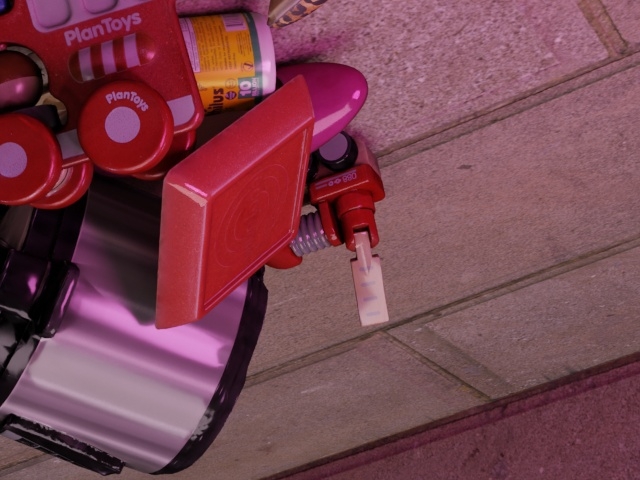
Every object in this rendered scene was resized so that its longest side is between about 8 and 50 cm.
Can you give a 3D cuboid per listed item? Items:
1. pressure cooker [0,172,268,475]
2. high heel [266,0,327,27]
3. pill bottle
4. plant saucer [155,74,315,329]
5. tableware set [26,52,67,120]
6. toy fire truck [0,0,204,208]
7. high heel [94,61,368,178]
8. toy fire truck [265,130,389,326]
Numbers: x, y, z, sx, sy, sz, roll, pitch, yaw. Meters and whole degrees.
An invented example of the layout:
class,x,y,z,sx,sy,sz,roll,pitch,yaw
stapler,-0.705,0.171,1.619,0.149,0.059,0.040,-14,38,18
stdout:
class,x,y,z,sx,sy,sz,roll,pitch,yaw
pressure cooker,-0.325,0.089,1.910,0.420,0.375,0.370,23,130,-21
high heel,0.068,-0.308,1.602,0.186,0.093,0.261,13,136,-33
pill bottle,-0.165,-0.205,1.690,0.208,0.117,0.117,-7,155,-13
plant saucer,-0.093,-0.036,1.710,0.259,0.048,0.258,-42,153,-39
tableware set,-0.324,-0.200,1.742,0.141,0.020,0.169,-28,151,29
toy fire truck,-0.280,-0.175,1.561,0.302,0.253,0.169,-15,178,6
high heel,-0.133,-0.151,1.795,0.377,0.127,0.181,-19,165,23
toy fire truck,0.000,0.000,2.048,0.217,0.246,0.158,-19,154,14
